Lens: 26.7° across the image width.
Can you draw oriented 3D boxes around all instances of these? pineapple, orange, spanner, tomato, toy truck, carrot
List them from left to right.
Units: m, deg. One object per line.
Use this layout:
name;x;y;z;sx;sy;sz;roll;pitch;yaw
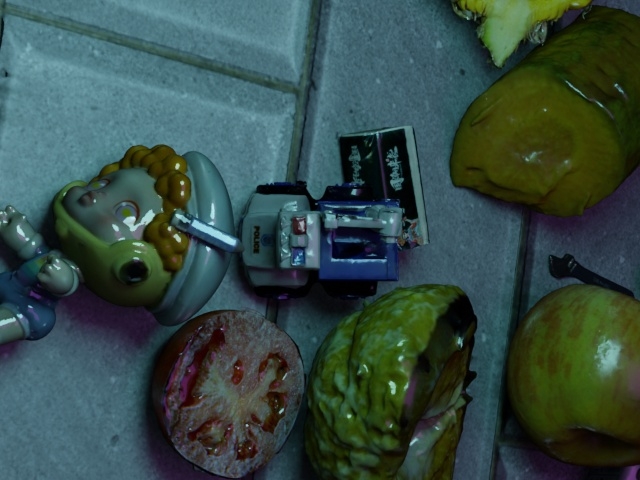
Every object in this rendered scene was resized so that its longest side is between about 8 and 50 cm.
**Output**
tomato;-0.126;0.194;1.742;0.225;0.085;0.225;-1;92;-39
toy truck;0.000;0.000;1.752;0.213;0.177;0.161;0;91;-3
orange;0.083;0.227;1.797;0.271;0.210;0.369;-47;147;-58
pineapple;0.263;-0.416;1.995;0.344;0.209;0.286;6;115;-12
carrot;0.378;-0.186;2.007;0.340;0.241;0.241;-42;113;-29
spanner;0.439;0.065;2.186;0.208;0.012;0.046;25;76;-34

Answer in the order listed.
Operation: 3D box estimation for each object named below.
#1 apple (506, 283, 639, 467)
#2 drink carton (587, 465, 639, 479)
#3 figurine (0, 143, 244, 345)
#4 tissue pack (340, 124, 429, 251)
apple;0.419;0.212;2.013;0.301;0.301;0.302;0;90;-35
drink carton;0.544;0.315;2.187;0.130;0.106;0.315;30;73;-15
figurine;-0.283;0.028;1.609;0.381;0.224;0.205;-19;126;-10
tissue pack;0.088;-0.072;1.881;0.090;0.103;0.170;-11;96;-31
